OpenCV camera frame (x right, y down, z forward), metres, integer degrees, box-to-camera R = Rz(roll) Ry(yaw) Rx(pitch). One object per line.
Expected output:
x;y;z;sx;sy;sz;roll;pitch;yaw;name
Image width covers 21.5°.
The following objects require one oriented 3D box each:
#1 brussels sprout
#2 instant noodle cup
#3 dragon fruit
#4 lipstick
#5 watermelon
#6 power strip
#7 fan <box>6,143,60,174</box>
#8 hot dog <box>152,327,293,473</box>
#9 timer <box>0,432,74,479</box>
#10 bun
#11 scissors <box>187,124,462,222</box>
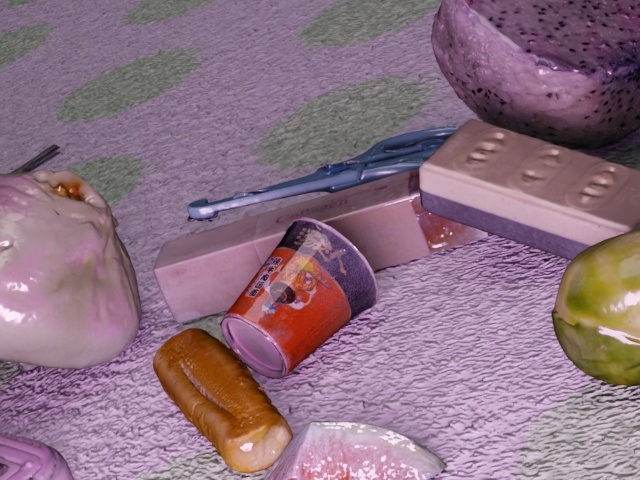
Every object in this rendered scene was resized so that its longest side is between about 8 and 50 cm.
0.288;0.054;1.456;0.183;0.131;0.145;-13;3;22;brussels sprout
-0.028;0.065;1.725;0.127;0.127;0.136;7;45;49;instant noodle cup
0.288;-0.196;1.918;0.282;0.204;0.221;-18;50;-17;dragon fruit
0.000;0.000;1.875;0.371;0.080;0.076;-16;25;14;lipstick
0.016;0.202;1.473;0.180;0.081;0.094;-22;48;15;watermelon
0.231;-0.045;1.695;0.256;0.070;0.105;21;46;28;power strip
-0.526;-0.057;2.546;0.335;0.011;0.229;-37;27;-27;fan
-0.098;0.157;1.646;0.087;0.061;0.286;-26;22;-7;hot dog
-0.352;0.264;1.635;0.190;0.069;0.208;5;34;42;timer
-0.323;0.010;1.874;0.293;0.187;0.293;17;18;-6;bun
0.032;-0.079;1.967;0.392;0.032;0.180;-13;16;-12;scissors
